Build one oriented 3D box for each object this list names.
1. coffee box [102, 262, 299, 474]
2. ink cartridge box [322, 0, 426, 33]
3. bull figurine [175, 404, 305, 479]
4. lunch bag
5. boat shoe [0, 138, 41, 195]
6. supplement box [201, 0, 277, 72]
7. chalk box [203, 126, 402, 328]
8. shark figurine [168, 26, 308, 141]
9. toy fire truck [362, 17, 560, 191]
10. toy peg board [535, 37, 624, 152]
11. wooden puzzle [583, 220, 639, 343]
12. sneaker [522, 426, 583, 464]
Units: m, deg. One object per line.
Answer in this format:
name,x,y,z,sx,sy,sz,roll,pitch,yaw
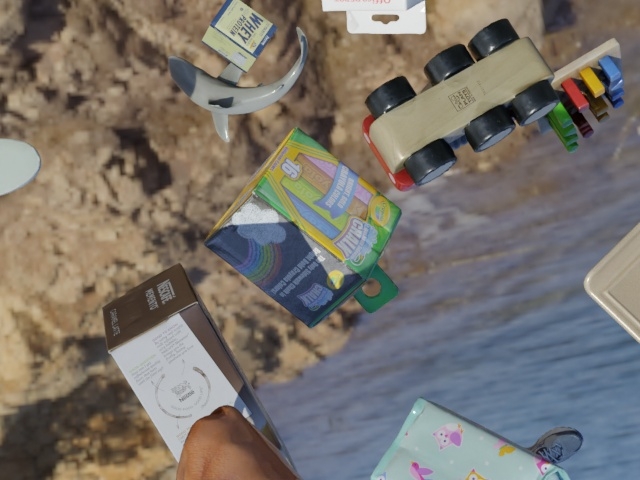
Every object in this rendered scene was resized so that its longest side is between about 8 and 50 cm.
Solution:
coffee box,-0.118,0.164,1.188,0.098,0.246,0.141,-30,-160,-5
ink cartridge box,0.061,-0.339,1.401,0.115,0.198,0.067,5,-155,27
bull figurine,-0.043,0.257,0.938,0.101,0.188,0.310,16,-167,-30
lunch bag,0.224,0.345,1.555,0.223,0.160,0.262,23,164,34
boat shoe,-0.498,-0.084,1.644,0.227,0.079,0.081,-19,179,0
supplement box,-0.118,-0.297,1.689,0.083,0.056,0.083,34,164,-8
chalk box,0.000,0.000,1.366,0.213,0.132,0.132,38,136,-9
shark figurine,-0.130,-0.251,1.954,0.278,0.166,0.116,-9,-170,23
toy fire truck,0.151,-0.155,1.435,0.217,0.158,0.246,-30,169,-7
toy peg board,0.433,-0.224,1.899,0.160,0.079,0.161,-30,156,5
wooden puzzle,0.524,0.077,1.679,0.221,0.239,0.044,-41,173,-19
sneaker,0.324,0.321,1.709,0.135,0.052,0.058,-30,-170,16
